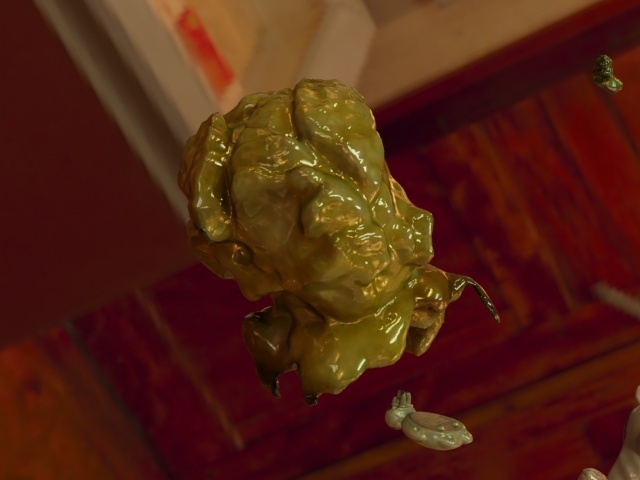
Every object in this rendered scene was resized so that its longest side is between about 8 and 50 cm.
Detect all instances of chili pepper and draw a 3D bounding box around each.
[{"bbox_3d":[0.312,-0.181,1.927,0.083,0.027,0.022,44,51,-64],"label":"chili pepper"}]

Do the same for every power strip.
[{"bbox_3d":[0.092,0.155,1.516,0.055,0.083,0.035,-9,111,-46],"label":"power strip"}]

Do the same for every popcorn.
[{"bbox_3d":[0.004,-0.003,1.074,0.173,0.168,0.195,-26,91,-25],"label":"popcorn"}]

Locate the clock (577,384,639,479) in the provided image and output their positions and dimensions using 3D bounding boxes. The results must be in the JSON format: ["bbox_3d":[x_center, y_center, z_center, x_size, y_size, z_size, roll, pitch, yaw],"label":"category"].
[{"bbox_3d":[0.311,0.195,1.424,0.176,0.117,0.080,28,-16,26],"label":"clock"}]
